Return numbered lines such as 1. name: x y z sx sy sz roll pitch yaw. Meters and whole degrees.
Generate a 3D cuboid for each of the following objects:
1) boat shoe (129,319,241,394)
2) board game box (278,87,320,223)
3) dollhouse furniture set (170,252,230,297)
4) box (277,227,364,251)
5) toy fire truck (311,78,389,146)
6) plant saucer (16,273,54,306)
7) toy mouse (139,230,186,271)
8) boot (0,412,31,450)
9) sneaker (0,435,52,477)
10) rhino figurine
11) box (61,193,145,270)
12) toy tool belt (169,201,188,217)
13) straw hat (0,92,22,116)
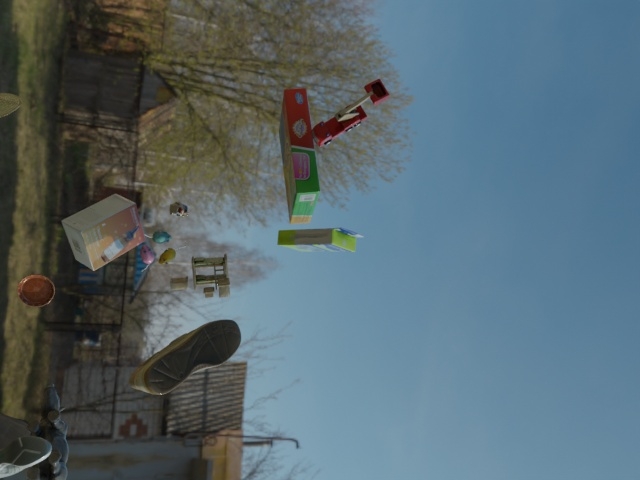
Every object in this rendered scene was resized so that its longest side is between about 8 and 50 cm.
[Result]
1. boat shoe: -0.359 0.304 1.499 0.110 0.341 0.121 -11 -84 38
2. board game box: -0.065 -0.235 1.590 0.242 0.064 0.316 112 -29 -70
3. dollhouse furniture set: -0.375 0.110 1.702 0.161 0.182 0.101 -130 -144 -71
4. box: 0.000 0.000 1.315 0.178 0.109 0.042 -1 -101 34
5. toy fire truck: 0.065 -0.297 1.304 0.047 0.192 0.135 59 -1 3
6. plant saucer: -0.697 0.122 1.354 0.013 0.084 0.083 -143 -120 -67
7. toy mouse: -0.512 0.023 1.725 0.031 0.161 0.143 27 -27 48
8. boot: -0.890 0.463 1.375 0.222 0.338 0.118 58 45 -56
9. sneaker: -0.555 0.397 1.007 0.061 0.152 0.053 64 9 -58
10. rhino figurine: -0.562 0.400 1.141 0.243 0.073 0.106 -115 -155 -43
11. box: -0.577 -0.025 1.482 0.091 0.170 0.130 23 -47 31
12. toy tool belt: -0.460 -0.102 1.825 0.083 0.051 0.052 11 -84 46
13. straw hat: -0.658 -0.282 1.060 0.144 0.145 0.061 -108 -169 -49
